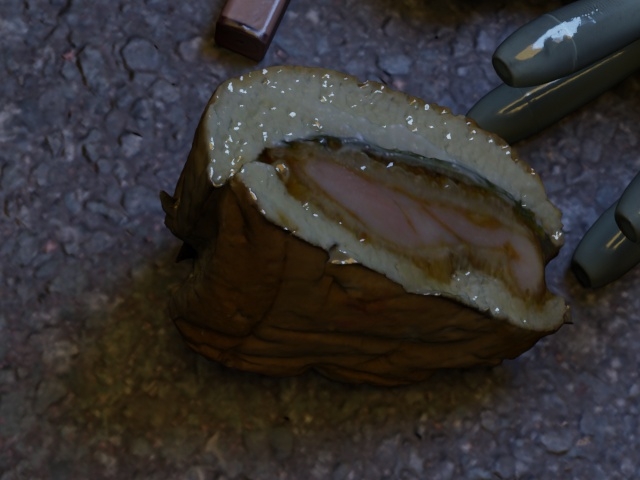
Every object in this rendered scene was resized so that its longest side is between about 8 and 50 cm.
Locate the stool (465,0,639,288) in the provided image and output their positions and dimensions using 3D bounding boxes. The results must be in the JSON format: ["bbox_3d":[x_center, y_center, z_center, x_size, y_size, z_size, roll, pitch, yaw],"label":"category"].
[{"bbox_3d":[0.239,-0.101,1.195,0.199,0.195,0.195,-33,80,-10],"label":"stool"}]

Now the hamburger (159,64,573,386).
[{"bbox_3d":[-0.001,0.003,1.136,0.330,0.209,0.162,17,57,-39],"label":"hamburger"}]

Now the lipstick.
[{"bbox_3d":[-0.037,-0.218,1.273,0.045,0.045,0.145,22,73,3],"label":"lipstick"}]
